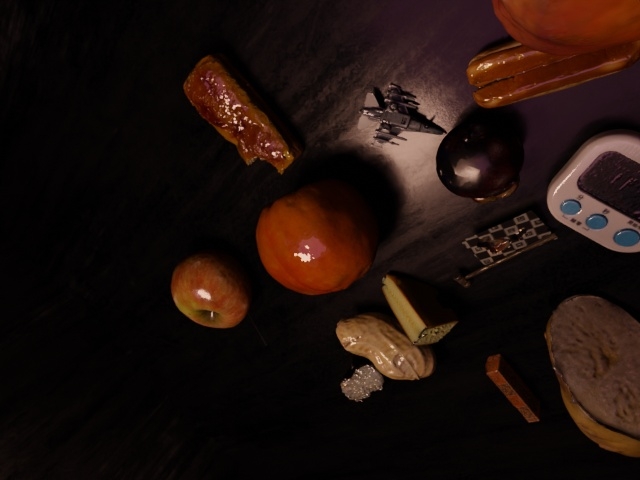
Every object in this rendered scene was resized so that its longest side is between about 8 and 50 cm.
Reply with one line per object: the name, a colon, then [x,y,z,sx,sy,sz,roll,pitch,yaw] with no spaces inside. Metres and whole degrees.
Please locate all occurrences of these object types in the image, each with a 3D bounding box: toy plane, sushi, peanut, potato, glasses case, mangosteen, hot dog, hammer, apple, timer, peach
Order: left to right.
apple: [-0.388,0.169,1.584,0.278,0.249,0.309,-4,140,13]
peach: [0.000,0.000,1.210,0.343,0.343,0.301,-23,89,36]
sushi: [0.155,0.482,1.562,0.147,0.115,0.212,35,128,0]
peanut: [0.218,0.340,1.412,0.340,0.158,0.174,35,91,9]
toy plane: [0.197,-0.300,1.073,0.234,0.082,0.159,19,100,16]
mangosteen: [0.379,-0.173,1.003,0.194,0.194,0.231,-23,134,36]
hammer: [0.494,0.053,1.160,0.058,0.029,0.292,31,133,-28]
sushi: [0.489,-0.013,1.125,0.201,0.031,0.139,-29,128,35]
glasses case: [0.599,0.460,1.340,0.218,0.075,0.049,49,132,-8]
hot dog: [0.475,-0.371,0.870,0.338,0.100,0.135,-11,122,33]
potato: [0.720,0.379,1.136,0.397,0.290,0.295,43,161,22]
timer: [0.661,-0.106,0.944,0.262,0.087,0.236,31,129,6]

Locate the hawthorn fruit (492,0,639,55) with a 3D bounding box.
hawthorn fruit: [0.425,-0.505,0.593,0.473,0.471,0.470,13,124,20]

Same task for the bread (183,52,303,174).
bread: [-0.229,-0.344,1.250,0.380,0.109,0.185,48,128,-9]

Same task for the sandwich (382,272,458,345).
sandwich: [0.289,0.198,1.313,0.235,0.128,0.122,62,143,40]
